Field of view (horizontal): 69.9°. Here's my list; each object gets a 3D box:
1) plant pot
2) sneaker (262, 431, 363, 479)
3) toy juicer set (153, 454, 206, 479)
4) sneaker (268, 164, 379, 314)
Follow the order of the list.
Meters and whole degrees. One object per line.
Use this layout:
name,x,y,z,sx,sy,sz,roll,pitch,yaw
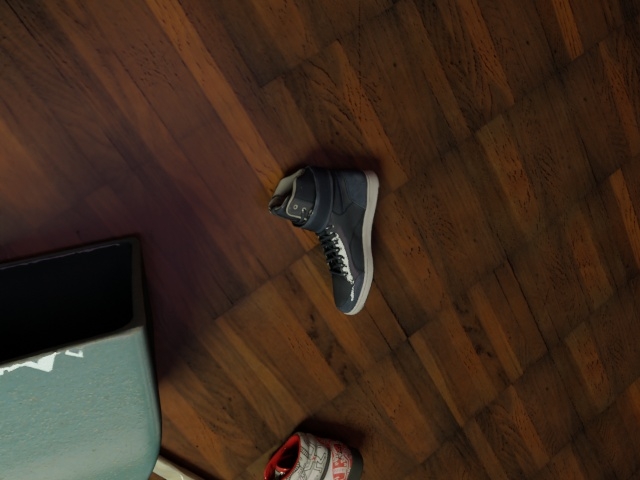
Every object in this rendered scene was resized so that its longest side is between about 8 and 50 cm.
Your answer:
plant pot,-0.309,0.175,0.540,0.247,0.247,0.252,-13,116,-18
sneaker,-0.050,0.453,0.766,0.145,0.090,0.270,30,86,-22
toy juicer set,-0.254,0.480,0.693,0.209,0.089,0.329,21,93,-23
sneaker,-0.001,-0.001,0.683,0.163,0.086,0.226,3,90,-32
